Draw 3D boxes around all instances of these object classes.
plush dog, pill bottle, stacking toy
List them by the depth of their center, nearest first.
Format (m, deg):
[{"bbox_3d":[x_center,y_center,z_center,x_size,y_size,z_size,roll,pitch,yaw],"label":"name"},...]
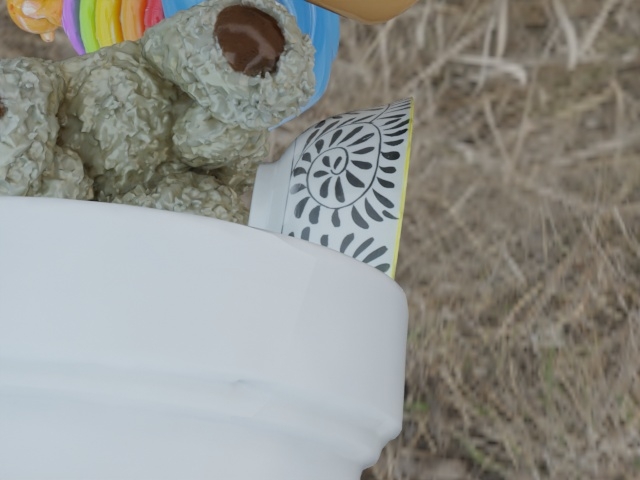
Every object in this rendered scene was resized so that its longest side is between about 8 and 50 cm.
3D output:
[{"bbox_3d":[-0.079,0.184,0.529,0.210,0.210,0.363,5,77,5],"label":"pill bottle"},{"bbox_3d":[-0.116,-0.020,1.276,0.262,0.210,0.225,-17,87,-9],"label":"plush dog"},{"bbox_3d":[-0.146,-0.183,1.526,0.302,0.166,0.175,10,120,41],"label":"stacking toy"}]

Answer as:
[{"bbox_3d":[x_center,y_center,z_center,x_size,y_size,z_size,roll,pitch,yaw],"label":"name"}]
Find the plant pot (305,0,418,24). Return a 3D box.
[{"bbox_3d":[0.002,-0.242,0.937,0.203,0.291,0.291,35,110,-15],"label":"plant pot"}]

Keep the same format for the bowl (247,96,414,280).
[{"bbox_3d":[0.000,0.000,1.036,0.080,0.170,0.170,8,110,0],"label":"bowl"}]
